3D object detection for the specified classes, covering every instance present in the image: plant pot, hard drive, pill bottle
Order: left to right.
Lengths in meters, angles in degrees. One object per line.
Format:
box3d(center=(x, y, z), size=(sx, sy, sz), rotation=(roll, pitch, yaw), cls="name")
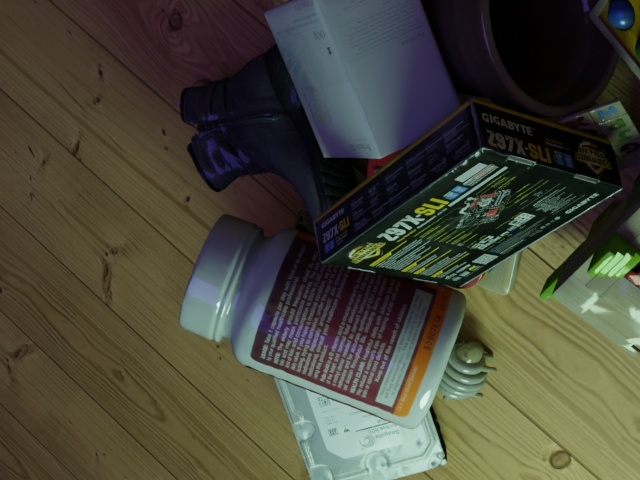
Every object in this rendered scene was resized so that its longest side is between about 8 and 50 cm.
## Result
box3d(center=(0.002, 0.115, 1.760), size=(0.392, 0.224, 0.224), rotation=(21, 125, 4), cls="pill bottle")
box3d(center=(0.053, 0.247, 1.940), size=(0.237, 0.064, 0.339), rotation=(-16, 105, 9), cls="hard drive")
box3d(center=(0.228, -0.284, 1.524), size=(0.229, 0.263, 0.263), rotation=(-1, 113, 55), cls="plant pot")

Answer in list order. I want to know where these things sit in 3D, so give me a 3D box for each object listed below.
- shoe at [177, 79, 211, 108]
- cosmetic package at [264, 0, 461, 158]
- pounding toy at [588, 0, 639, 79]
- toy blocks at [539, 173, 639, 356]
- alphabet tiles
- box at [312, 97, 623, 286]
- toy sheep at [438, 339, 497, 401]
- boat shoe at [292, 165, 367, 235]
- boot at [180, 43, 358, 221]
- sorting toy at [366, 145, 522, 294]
box3d(center=(-0.141, -0.192, 1.925), size=(0.219, 0.058, 0.076), rotation=(31, 127, 19), cls="shoe")
box3d(center=(0.053, -0.233, 1.530), size=(0.225, 0.138, 0.224), rotation=(66, 165, -11), cls="cosmetic package")
box3d(center=(0.400, -0.321, 1.398), size=(0.206, 0.094, 0.181), rotation=(57, 150, 18), cls="pounding toy")
box3d(center=(0.503, 0.041, 1.537), size=(0.261, 0.191, 0.381), rotation=(37, 130, 0), cls="toy blocks")
box3d(center=(0.306, -0.105, 1.543), size=(0.237, 0.198, 0.009), rotation=(-20, 64, 21), cls="alphabet tiles")
box3d(center=(0.188, -0.049, 1.517), size=(0.322, 0.257, 0.079), rotation=(-37, 51, 44), cls="box")
box3d(center=(0.226, 0.213, 1.856), size=(0.091, 0.091, 0.132), rotation=(31, 123, 19), cls="toy sheep")
box3d(center=(0.000, 0.000, 1.901), size=(0.104, 0.089, 0.285), rotation=(35, 129, 16), cls="boat shoe")
box3d(center=(-0.082, -0.123, 1.818), size=(0.222, 0.118, 0.338), rotation=(-26, 71, 23), cls="boot")
box3d(center=(0.180, -0.058, 1.747), size=(0.255, 0.089, 0.257), rotation=(22, 123, 25), cls="sorting toy")
